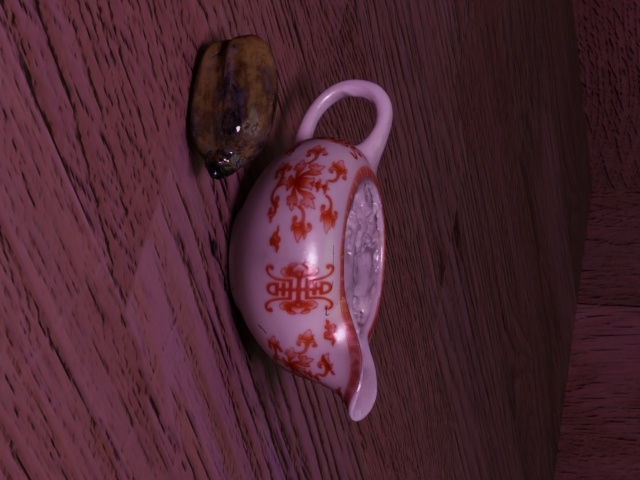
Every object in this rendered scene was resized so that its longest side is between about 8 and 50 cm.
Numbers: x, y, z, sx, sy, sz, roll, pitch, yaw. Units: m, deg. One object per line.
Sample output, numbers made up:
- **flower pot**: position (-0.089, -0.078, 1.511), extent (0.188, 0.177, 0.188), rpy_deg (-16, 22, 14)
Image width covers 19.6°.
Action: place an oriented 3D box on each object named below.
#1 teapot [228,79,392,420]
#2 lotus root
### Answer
- **teapot**: position (0.000, 0.000, 1.247), extent (0.159, 0.116, 0.245), rpy_deg (36, 59, -57)
- **lotus root**: position (-0.054, -0.080, 1.139), extent (0.049, 0.054, 0.099), rpy_deg (32, 57, -49)
